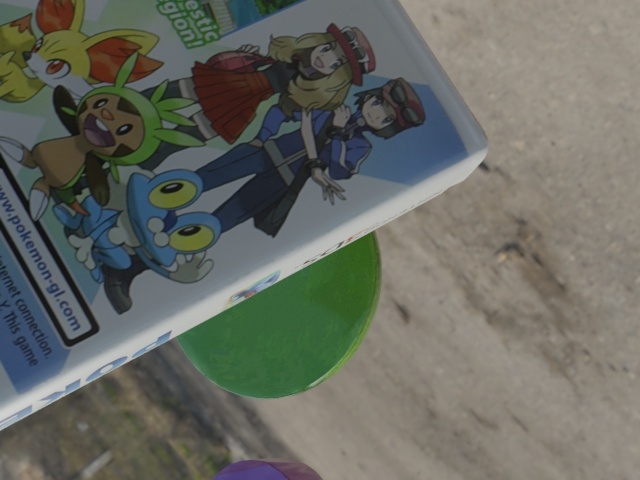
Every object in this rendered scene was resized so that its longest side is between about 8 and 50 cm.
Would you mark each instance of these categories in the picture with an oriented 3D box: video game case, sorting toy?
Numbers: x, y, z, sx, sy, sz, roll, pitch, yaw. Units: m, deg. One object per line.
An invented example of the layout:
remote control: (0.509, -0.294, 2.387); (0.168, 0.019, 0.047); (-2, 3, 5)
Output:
video game case: (-0.153, -0.097, 0.381); (0.329, 0.300, 0.036); (58, 159, 10)
sorting toy: (0.000, 0.000, 0.687); (0.127, 0.366, 0.126); (-2, 172, 29)
